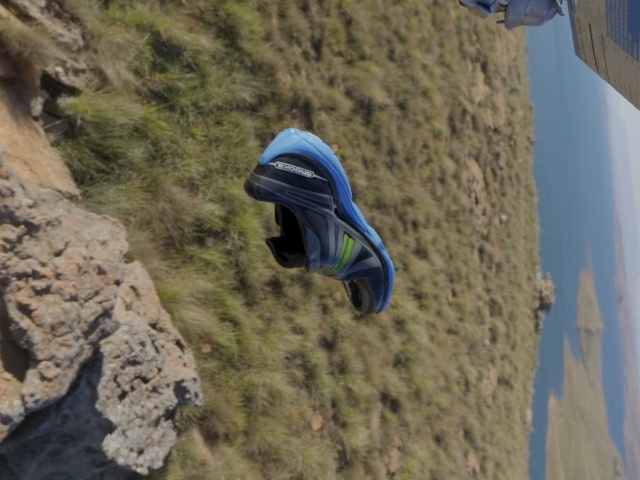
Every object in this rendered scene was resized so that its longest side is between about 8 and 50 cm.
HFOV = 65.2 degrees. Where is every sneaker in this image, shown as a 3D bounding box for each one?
[{"bbox_3d":[0.000,0.000,0.397,0.078,0.067,0.188,-44,131,-11],"label":"sneaker"}]

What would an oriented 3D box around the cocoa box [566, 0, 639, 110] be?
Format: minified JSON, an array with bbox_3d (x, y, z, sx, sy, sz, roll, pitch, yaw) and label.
[{"bbox_3d":[0.439,-0.285,0.451,0.231,0.347,0.228,30,28,-53],"label":"cocoa box"}]

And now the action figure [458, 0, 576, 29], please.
[{"bbox_3d":[0.105,-0.277,0.439,0.285,0.099,0.185,44,24,16],"label":"action figure"}]
